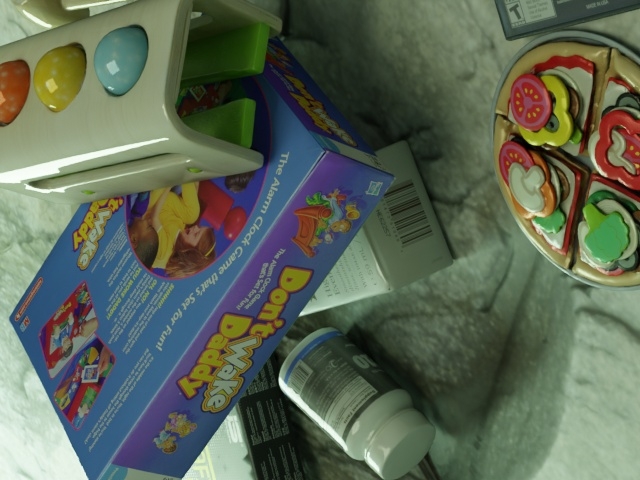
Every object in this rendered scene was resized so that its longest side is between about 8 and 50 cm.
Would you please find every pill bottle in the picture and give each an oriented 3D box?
[{"bbox_3d":[0.034,0.147,1.512,0.137,0.078,0.078,41,137,30],"label":"pill bottle"}]

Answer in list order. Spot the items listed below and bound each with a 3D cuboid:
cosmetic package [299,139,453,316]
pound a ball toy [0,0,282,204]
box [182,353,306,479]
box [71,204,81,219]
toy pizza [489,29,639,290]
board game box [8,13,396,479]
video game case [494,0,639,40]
[{"bbox_3d":[0.000,0.000,1.469,0.231,0.085,0.117,-20,91,52],"label":"cosmetic package"},{"bbox_3d":[-0.181,-0.153,1.382,0.319,0.136,0.208,-7,71,46],"label":"pound a ball toy"},{"bbox_3d":[-0.102,0.236,1.720,0.216,0.060,0.270,-12,93,54],"label":"box"},{"bbox_3d":[-0.171,-0.019,1.601,0.113,0.094,0.275,-4,90,47],"label":"box"},{"bbox_3d":[0.193,-0.054,1.241,0.201,0.032,0.201,27,129,40],"label":"toy pizza"},{"bbox_3d":[-0.112,0.011,1.407,0.347,0.078,0.233,-55,43,18],"label":"board game box"},{"bbox_3d":[0.162,-0.286,1.162,0.196,0.026,0.274,-8,102,53],"label":"video game case"}]
